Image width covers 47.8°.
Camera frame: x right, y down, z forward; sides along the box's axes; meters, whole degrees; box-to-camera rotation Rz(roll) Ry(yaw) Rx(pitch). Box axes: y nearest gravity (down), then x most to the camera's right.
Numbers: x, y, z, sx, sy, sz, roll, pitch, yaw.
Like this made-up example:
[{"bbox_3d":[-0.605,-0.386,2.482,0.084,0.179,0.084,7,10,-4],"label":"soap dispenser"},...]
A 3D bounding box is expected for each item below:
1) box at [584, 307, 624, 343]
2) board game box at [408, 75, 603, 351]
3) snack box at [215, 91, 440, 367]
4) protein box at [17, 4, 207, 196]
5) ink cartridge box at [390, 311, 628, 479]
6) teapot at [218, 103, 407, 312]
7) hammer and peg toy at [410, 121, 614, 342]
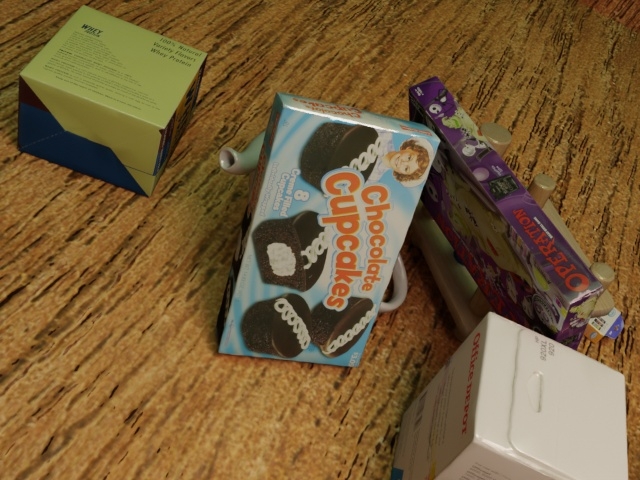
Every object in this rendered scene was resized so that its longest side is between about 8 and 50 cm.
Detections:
[{"bbox_3d":[0.427,0.108,1.178,0.136,0.028,0.081,44,46,15],"label":"box"},{"bbox_3d":[0.208,-0.017,0.894,0.056,0.208,0.347,-26,57,-4],"label":"board game box"},{"bbox_3d":[0.000,0.000,0.866,0.187,0.322,0.060,9,25,-17],"label":"snack box"},{"bbox_3d":[-0.297,-0.204,1.047,0.199,0.136,0.201,20,44,-6],"label":"protein box"},{"bbox_3d":[0.198,0.235,0.798,0.168,0.233,0.171,24,44,-2],"label":"ink cartridge box"},{"bbox_3d":[0.010,-0.042,0.978,0.256,0.252,0.187,12,49,8],"label":"teapot"},{"bbox_3d":[0.259,-0.017,1.128,0.266,0.127,0.361,-7,52,-19],"label":"hammer and peg toy"}]
